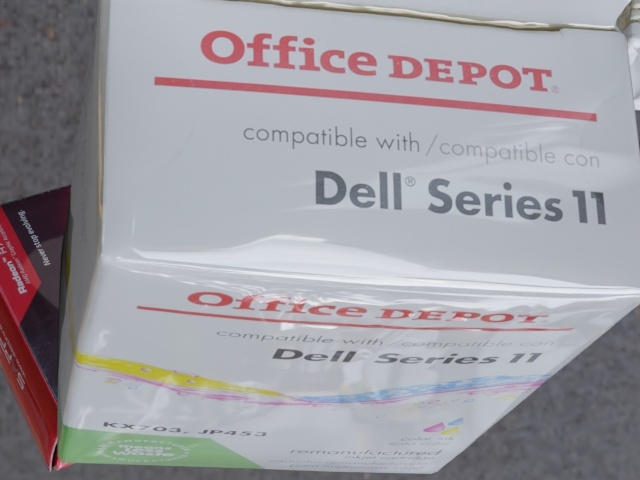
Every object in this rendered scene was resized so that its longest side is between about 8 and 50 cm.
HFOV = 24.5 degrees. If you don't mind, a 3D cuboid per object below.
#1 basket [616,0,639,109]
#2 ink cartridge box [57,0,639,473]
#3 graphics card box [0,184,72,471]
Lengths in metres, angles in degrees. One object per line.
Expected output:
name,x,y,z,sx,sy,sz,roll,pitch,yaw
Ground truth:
basket,0.332,-0.178,1.253,0.167,0.103,0.113,4,154,2
ink cartridge box,0.000,0.000,0.615,0.207,0.119,0.353,3,157,-11
graphics card box,-0.119,0.038,1.351,0.371,0.233,0.094,-17,150,-28
